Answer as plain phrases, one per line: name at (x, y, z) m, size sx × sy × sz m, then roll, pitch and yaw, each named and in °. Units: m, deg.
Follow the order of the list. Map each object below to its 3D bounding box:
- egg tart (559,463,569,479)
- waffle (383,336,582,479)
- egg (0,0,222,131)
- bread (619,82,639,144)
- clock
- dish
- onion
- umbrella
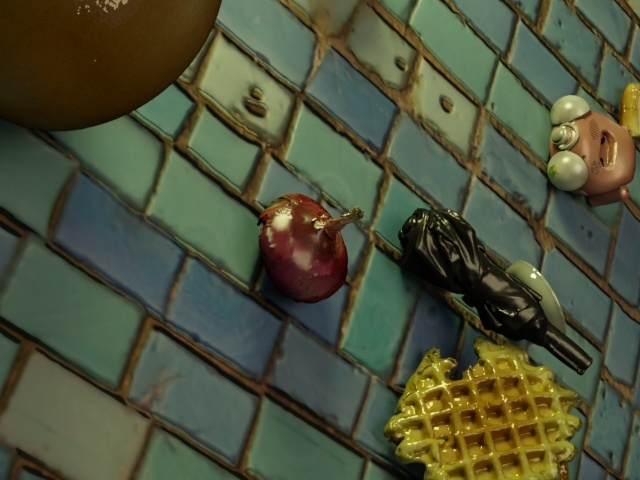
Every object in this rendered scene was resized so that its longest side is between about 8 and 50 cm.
egg tart at (0.268, 0.350, 1.935) m, size 0.241 × 0.106 × 0.241 m, roll 13°, pitch 72°, yaw -46°
waffle at (0.229, 0.246, 1.850) m, size 0.250 × 0.056 × 0.261 m, roll 27°, pitch 52°, yaw 14°
egg at (-0.249, -0.272, 1.430) m, size 0.282 × 0.283 × 0.351 m, roll 45°, pitch 53°, yaw -29°
bread at (0.559, -0.227, 2.411) m, size 0.072 × 0.053 × 0.106 m, roll 22°, pitch 65°, yaw -66°
clock at (0.445, -0.149, 2.247) m, size 0.162 × 0.093 × 0.165 m, roll 22°, pitch 66°, yaw -37°
dish at (0.294, 0.108, 2.025) m, size 0.078 × 0.141 × 0.141 m, roll -25°, pitch 100°, yaw -15°
onion at (0.000, 0.000, 1.721) m, size 0.150 × 0.140 × 0.150 m, roll 39°, pitch 40°, yaw -43°
umbrella at (0.252, 0.077, 1.926) m, size 0.340 × 0.118 × 0.118 m, roll 38°, pitch 53°, yaw -7°
